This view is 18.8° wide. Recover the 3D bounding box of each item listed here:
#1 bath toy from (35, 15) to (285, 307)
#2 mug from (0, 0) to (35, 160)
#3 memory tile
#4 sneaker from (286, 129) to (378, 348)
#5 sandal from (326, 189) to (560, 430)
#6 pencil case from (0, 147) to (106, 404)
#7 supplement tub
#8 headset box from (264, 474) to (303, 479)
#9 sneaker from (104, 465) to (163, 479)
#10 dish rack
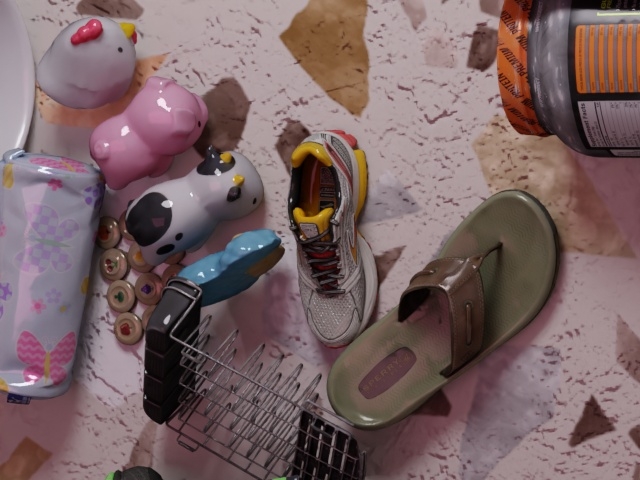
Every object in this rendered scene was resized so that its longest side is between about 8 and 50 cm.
[{"bbox_3d":[-0.172,-0.104,2.040,0.348,0.151,0.129,56,157,14],"label":"bath toy"},{"bbox_3d":[-0.520,-0.223,2.137,0.328,0.276,0.374,4,79,29],"label":"mug"},{"bbox_3d":[-0.193,0.035,2.123,0.113,0.012,0.148,-15,86,25],"label":"memory tile"},{"bbox_3d":[0.000,0.000,1.984,0.088,0.093,0.225,-6,92,24],"label":"sneaker"},{"bbox_3d":[0.123,0.079,1.926,0.120,0.086,0.303,45,101,15],"label":"sandal"},{"bbox_3d":[-0.314,0.037,2.122,0.124,0.113,0.273,11,99,-6],"label":"pencil case"},{"bbox_3d":[0.333,-0.170,1.761,0.316,0.193,0.193,3,94,25],"label":"supplement tub"},{"bbox_3d":[-0.111,0.376,1.850,0.283,0.131,0.246,-9,63,9],"label":"headset box"},{"bbox_3d":[-0.033,0.379,2.006,0.483,0.185,0.202,34,76,24],"label":"sneaker"},{"bbox_3d":[-0.066,0.174,1.988,0.271,0.074,0.208,29,147,14],"label":"dish rack"}]
